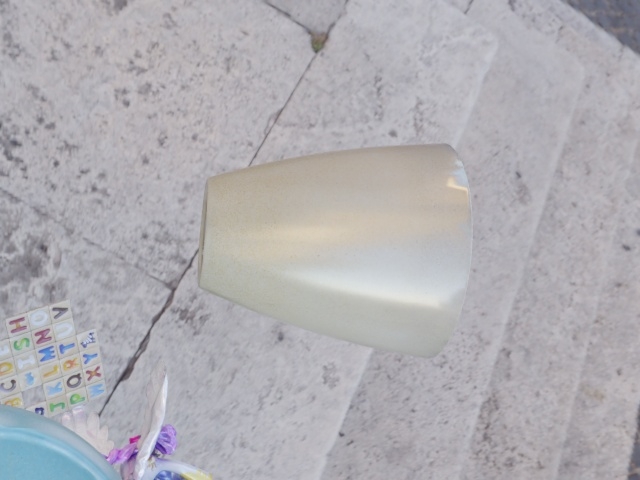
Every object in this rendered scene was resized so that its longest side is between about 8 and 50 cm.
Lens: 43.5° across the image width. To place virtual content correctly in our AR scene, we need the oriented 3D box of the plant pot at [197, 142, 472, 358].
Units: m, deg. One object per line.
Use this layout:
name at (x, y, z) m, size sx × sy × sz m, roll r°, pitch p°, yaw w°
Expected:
plant pot at (0.000, 0.000, 0.931) m, size 0.274 × 0.256 × 0.256 m, roll 5°, pitch 64°, yaw -11°

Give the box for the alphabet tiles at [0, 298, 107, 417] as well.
alphabet tiles at (-0.512, 0.230, 1.509) m, size 0.198 × 0.237 × 0.009 m, roll -18°, pitch 31°, yaw -31°

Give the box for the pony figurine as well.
pony figurine at (-0.373, 0.470, 1.633) m, size 0.363 × 0.303 × 0.351 m, roll 46°, pitch 18°, yaw -34°

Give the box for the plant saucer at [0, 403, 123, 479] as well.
plant saucer at (-0.251, 0.271, 0.610) m, size 0.318 × 0.044 × 0.317 m, roll 28°, pitch 45°, yaw -32°
